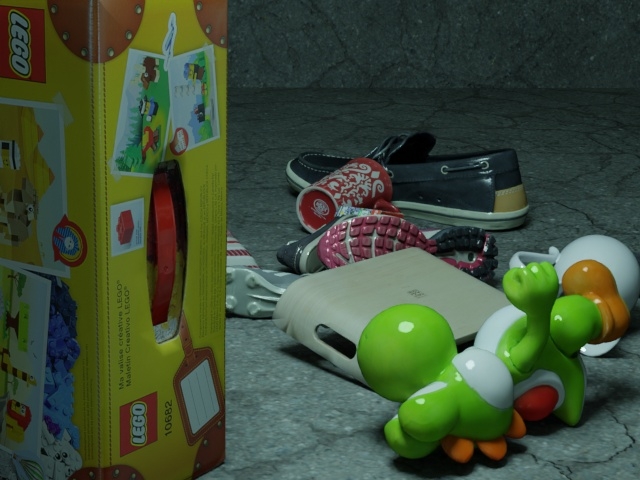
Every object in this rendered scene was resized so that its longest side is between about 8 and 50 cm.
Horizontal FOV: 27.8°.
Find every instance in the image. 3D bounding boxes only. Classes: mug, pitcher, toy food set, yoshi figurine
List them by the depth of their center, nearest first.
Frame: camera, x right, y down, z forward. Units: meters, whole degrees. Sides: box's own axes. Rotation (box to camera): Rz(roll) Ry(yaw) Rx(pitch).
[{"bbox_3d":[0.178,0.113,1.464,0.203,0.203,0.362,16,27,39],"label":"yoshi figurine"},{"bbox_3d":[0.120,0.111,1.708,0.306,0.092,0.220,-15,34,-42],"label":"toy food set"},{"bbox_3d":[0.351,0.053,1.780,0.178,0.125,0.207,39,28,5],"label":"pitcher"},{"bbox_3d":[0.054,-0.073,2.293,0.150,0.113,0.169,5,19,32],"label":"mug"}]

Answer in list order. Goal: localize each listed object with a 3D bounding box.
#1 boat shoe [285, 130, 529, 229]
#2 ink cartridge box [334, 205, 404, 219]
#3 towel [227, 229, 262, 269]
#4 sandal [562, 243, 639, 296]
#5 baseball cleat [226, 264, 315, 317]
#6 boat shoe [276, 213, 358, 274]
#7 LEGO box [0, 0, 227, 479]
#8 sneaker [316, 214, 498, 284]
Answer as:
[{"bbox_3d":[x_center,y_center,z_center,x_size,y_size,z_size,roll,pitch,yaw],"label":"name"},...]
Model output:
[{"bbox_3d":[0.158,-0.131,2.431,0.500,0.156,0.187,10,19,32],"label":"boat shoe"},{"bbox_3d":[0.085,-0.022,2.186,0.115,0.063,0.029,8,47,20],"label":"ink cartridge box"},{"bbox_3d":[-0.215,0.041,1.999,0.237,0.037,0.329,-2,17,-18],"label":"towel"},{"bbox_3d":[0.489,0.061,1.970,0.254,0.054,0.097,15,26,13],"label":"sandal"},{"bbox_3d":[-0.059,0.075,1.846,0.206,0.072,0.109,12,10,4],"label":"baseball cleat"},{"bbox_3d":[0.000,0.000,2.088,0.065,0.075,0.206,12,23,25],"label":"boat shoe"},{"bbox_3d":[-0.294,-0.018,1.333,0.372,0.500,0.193,11,17,34],"label":"LEGO box"},{"bbox_3d":[0.121,0.031,1.928,0.299,0.121,0.112,7,-6,-33],"label":"sneaker"}]
